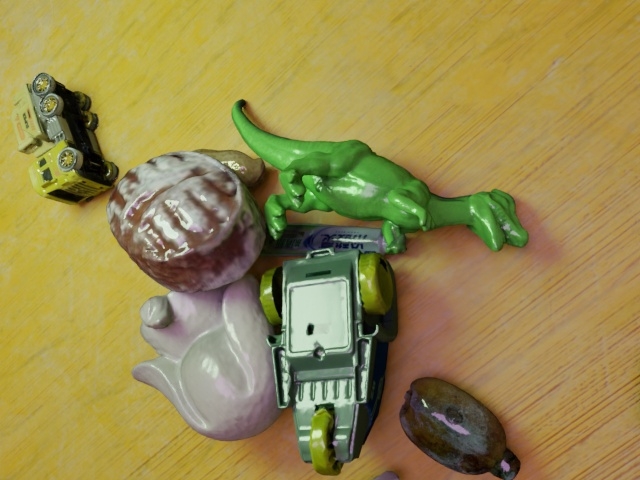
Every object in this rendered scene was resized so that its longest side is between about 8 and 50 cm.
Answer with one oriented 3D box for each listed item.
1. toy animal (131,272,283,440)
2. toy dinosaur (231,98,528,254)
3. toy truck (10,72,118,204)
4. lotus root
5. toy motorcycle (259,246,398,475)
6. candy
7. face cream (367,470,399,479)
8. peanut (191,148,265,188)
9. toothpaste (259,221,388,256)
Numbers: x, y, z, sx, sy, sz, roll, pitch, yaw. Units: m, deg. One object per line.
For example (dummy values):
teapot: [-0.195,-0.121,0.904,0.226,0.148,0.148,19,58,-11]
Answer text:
toy animal: [-0.168,0.202,0.962,0.272,0.206,0.265,-39,67,10]
toy dinosaur: [0.071,-0.145,0.972,0.375,0.144,0.500,-8,44,-15]
toy truck: [-0.545,-0.202,1.204,0.157,0.124,0.272,-30,73,14]
lotus root: [0.206,0.284,0.868,0.192,0.088,0.113,31,110,21]
toy motorcycle: [0.028,0.186,0.904,0.191,0.200,0.326,-9,68,20]
candy: [-0.222,-0.039,0.947,0.289,0.157,0.214,30,69,40]
face cream: [0.042,0.531,0.866,0.145,0.145,0.369,6,84,22]
peanut: [-0.181,-0.128,1.080,0.175,0.080,0.080,5,84,20]
toothpaste: [0.000,0.000,1.011,0.297,0.048,0.074,2,83,24]
